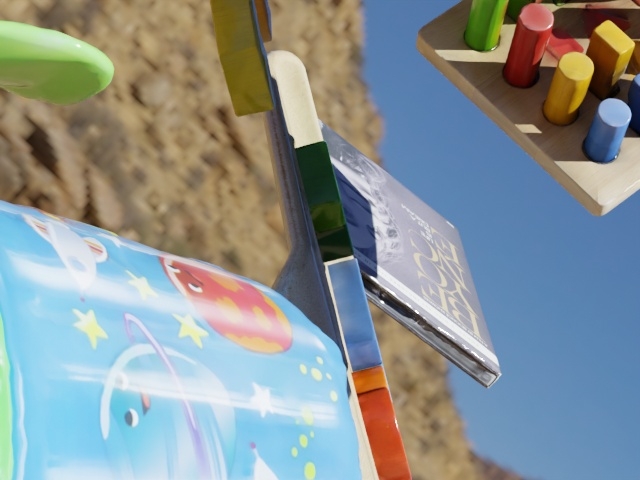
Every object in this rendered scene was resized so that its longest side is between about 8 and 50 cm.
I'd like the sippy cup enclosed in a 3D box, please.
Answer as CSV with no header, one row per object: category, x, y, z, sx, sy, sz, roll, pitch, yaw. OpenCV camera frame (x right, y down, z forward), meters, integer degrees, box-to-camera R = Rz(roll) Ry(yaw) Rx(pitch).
sippy cup,-0.114,0.087,0.716,0.224,0.305,0.240,9,18,-41

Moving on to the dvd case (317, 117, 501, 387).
dvd case,0.041,-0.005,1.246,0.164,0.018,0.221,37,18,-19

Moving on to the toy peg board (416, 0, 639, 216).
toy peg board,0.171,-0.127,1.115,0.160,0.161,0.079,46,-24,21

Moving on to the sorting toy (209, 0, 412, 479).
sorting toy,0.000,0.000,0.948,0.229,0.041,0.307,-94,171,-57
